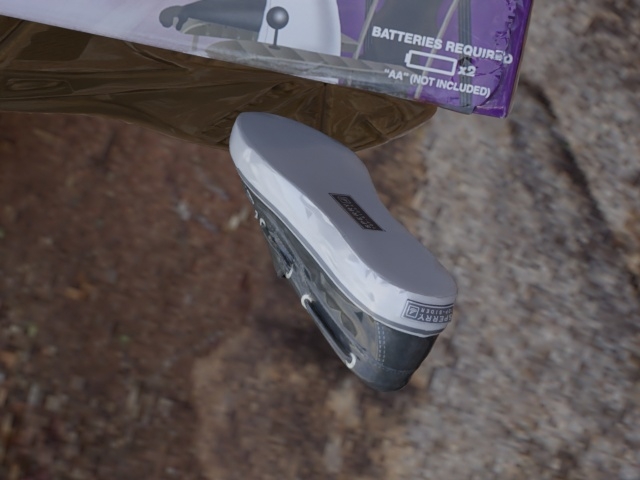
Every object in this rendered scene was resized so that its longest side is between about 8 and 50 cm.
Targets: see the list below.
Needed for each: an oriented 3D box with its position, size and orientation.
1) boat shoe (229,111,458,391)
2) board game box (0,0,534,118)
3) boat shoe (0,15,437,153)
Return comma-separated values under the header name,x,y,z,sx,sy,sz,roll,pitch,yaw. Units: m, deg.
name,x,y,z,sx,sy,sz,roll,pitch,yaw
boat shoe,0.000,0.000,0.671,0.142,0.049,0.040,52,127,51
board game box,-0.096,-0.168,0.527,0.346,0.056,0.208,12,94,5
boat shoe,-0.093,-0.115,0.758,0.121,0.341,0.110,-20,68,39
